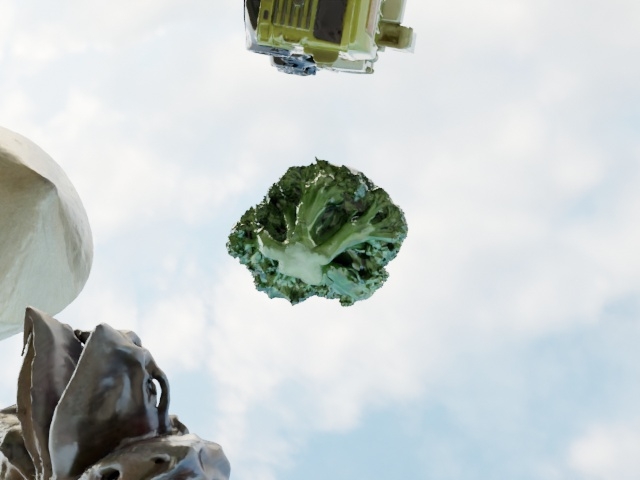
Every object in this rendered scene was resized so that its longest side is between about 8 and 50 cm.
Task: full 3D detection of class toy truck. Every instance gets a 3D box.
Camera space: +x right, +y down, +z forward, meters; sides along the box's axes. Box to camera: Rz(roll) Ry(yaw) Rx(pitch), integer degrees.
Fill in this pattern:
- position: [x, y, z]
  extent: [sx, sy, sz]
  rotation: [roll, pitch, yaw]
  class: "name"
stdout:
- position: [0.022, -0.356, 1.668]
  extent: [0.253, 0.405, 0.181]
  rotation: [7, -86, 8]
  class: "toy truck"

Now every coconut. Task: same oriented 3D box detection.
- position: [-0.440, -0.004, 1.344]
  extent: [0.328, 0.329, 0.329]
  rotation: [-10, -124, 16]
  class: "coconut"

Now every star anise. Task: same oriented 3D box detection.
- position: [-0.167, 0.205, 0.835]
  extent: [0.117, 0.332, 0.331]
  rotation: [-18, -137, -39]
  class: "star anise"

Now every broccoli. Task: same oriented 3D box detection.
- position: [0.000, 0.000, 1.709]
  extent: [0.294, 0.265, 0.245]
  rotation: [-13, -167, 27]
  class: "broccoli"
